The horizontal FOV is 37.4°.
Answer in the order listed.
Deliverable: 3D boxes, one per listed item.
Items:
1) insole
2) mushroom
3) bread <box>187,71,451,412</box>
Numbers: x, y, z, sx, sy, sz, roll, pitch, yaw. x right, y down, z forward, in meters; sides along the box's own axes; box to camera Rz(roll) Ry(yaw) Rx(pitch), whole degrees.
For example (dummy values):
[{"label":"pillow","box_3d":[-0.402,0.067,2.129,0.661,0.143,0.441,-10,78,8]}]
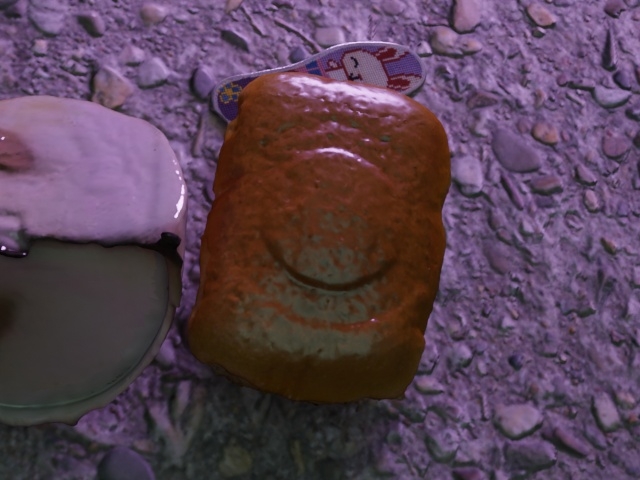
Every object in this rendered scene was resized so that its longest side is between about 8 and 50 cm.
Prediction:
[{"label":"insole","box_3d":[0.001,-0.132,0.796,0.197,0.004,0.065,-15,76,-20]},{"label":"mushroom","box_3d":[-0.199,0.011,0.639,0.236,0.162,0.173,2,35,-2]},{"label":"bread","box_3d":[0.000,0.000,0.687,0.174,0.121,0.245,16,70,-11]}]
